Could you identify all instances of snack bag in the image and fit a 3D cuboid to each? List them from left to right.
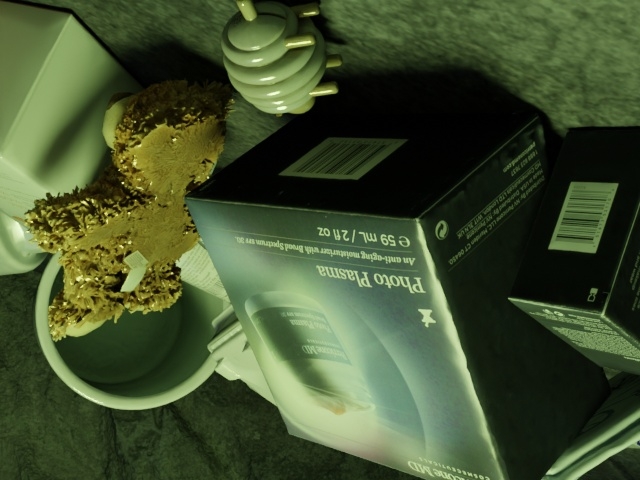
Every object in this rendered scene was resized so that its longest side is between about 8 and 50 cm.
[{"bbox_3d":[0.321,0.174,1.065,0.037,0.323,0.342,58,169,9],"label":"snack bag"}]

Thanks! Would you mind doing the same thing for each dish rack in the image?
[{"bbox_3d":[-0.034,0.200,1.466,0.286,0.072,0.333,35,159,-6],"label":"dish rack"}]

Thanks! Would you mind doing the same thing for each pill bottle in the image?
[{"bbox_3d":[-0.180,-0.007,1.439,0.229,0.131,0.131,28,165,-22],"label":"pill bottle"}]

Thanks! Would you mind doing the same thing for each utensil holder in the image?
[{"bbox_3d":[-0.354,0.130,1.822,0.328,0.327,0.385,26,167,-14],"label":"utensil holder"}]

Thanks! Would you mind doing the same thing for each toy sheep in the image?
[{"bbox_3d":[-0.035,-0.150,0.809,0.091,0.091,0.132,14,150,30],"label":"toy sheep"}]

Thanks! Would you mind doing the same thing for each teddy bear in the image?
[{"bbox_3d":[-0.201,-0.032,1.067,0.113,0.245,0.338,48,149,27],"label":"teddy bear"}]

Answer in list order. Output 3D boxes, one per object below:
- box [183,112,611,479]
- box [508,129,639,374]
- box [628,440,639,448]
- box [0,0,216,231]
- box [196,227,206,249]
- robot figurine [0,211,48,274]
[{"bbox_3d":[0.072,0.051,0.932,0.296,0.183,0.294,7,127,46],"label":"box"},{"bbox_3d":[0.252,0.015,0.824,0.093,0.155,0.158,7,159,49],"label":"box"},{"bbox_3d":[0.464,0.287,1.671,0.137,0.072,0.126,24,166,-9],"label":"box"},{"bbox_3d":[-0.308,-0.114,1.167,0.215,0.168,0.345,16,165,25],"label":"box"},{"bbox_3d":[-0.041,0.023,1.308,0.183,0.056,0.231,-3,144,41],"label":"box"},{"bbox_3d":[-0.592,-0.036,1.696,0.354,0.300,0.199,-7,114,17],"label":"robot figurine"}]
